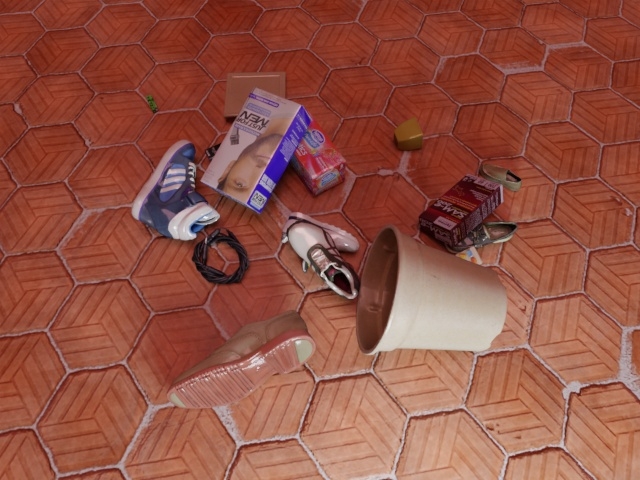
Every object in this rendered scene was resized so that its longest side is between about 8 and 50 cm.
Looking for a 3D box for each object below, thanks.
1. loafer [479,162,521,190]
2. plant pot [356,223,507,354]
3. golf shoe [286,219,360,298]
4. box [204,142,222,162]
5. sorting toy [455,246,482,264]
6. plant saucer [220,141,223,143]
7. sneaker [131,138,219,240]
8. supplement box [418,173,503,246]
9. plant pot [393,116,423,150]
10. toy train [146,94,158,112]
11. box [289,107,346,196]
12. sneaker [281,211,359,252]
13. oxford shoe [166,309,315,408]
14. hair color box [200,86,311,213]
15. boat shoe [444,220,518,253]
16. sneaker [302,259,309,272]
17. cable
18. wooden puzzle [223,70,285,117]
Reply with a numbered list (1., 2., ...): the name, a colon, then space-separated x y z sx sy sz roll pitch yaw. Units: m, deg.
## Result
1. loafer: 0.602 -0.219 1.354 0.147 0.050 0.056 28 68 12
2. plant pot: 0.285 0.153 1.057 0.305 0.334 0.334 12 65 -7
3. golf shoe: 0.015 0.051 1.133 0.105 0.120 0.273 -45 95 5
4. box: -0.336 -0.278 1.349 0.067 0.018 0.083 -26 68 -12
5. sorting toy: 0.452 0.067 1.225 0.062 0.012 0.083 -28 82 18
6. plant saucer: -0.244 -0.257 1.371 0.240 0.037 0.241 0 66 0
7. sneaker: -0.405 -0.148 1.283 0.236 0.130 0.323 24 62 0
8. supplement box: 0.433 -0.098 1.257 0.239 0.073 0.130 -39 41 -17
9. plant pot: 0.297 -0.358 1.401 0.083 0.081 0.081 -17 66 3
10. toy train: -0.615 -0.500 1.491 0.023 0.017 0.083 -22 67 -22
11. box: -0.036 -0.290 1.340 0.128 0.123 0.257 -28 68 -12
12. sneaker: 0.000 0.000 1.223 0.234 0.090 0.095 19 68 3
13. oxford shoe: -0.211 0.314 1.081 0.396 0.141 0.147 -22 36 -5
14. hair color box: -0.194 -0.276 1.248 0.185 0.110 0.339 27 87 20
15. boat shoe: 0.492 -0.020 1.247 0.223 0.073 0.080 -12 69 -5
16. sneaker: -0.034 0.059 1.230 0.035 0.031 0.083 9 65 3
17. cable: -0.299 0.054 1.222 0.150 0.047 0.185 -32 70 -14
18. wooden puzzle: -0.238 -0.533 1.500 0.220 0.044 0.239 -1 61 -1
